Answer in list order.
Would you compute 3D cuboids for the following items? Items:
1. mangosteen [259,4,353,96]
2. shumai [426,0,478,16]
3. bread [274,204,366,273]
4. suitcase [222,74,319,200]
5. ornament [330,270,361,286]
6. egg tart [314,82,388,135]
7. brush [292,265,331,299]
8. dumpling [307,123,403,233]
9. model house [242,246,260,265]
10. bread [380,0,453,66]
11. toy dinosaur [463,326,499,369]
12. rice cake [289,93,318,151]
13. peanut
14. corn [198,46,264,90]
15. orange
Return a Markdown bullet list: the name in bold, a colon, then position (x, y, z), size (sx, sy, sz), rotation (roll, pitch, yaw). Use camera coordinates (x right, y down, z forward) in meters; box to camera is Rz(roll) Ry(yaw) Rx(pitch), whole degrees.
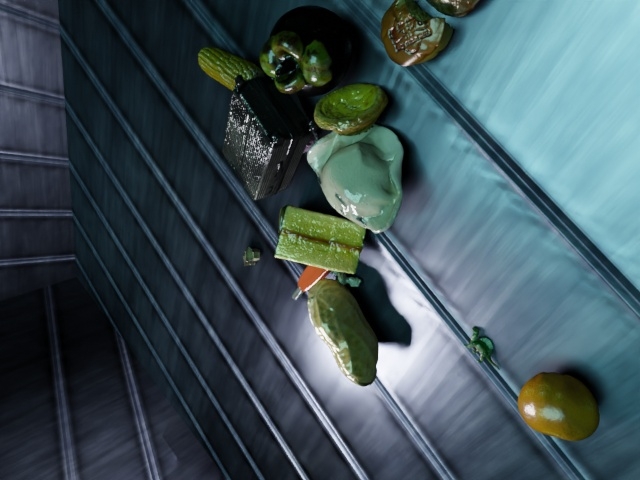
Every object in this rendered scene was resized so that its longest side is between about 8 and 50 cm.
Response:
- **mangosteen**: position (-0.033, -0.463, 1.027), size (0.242, 0.242, 0.243), rotation (18, 118, 37)
- **shumai**: position (0.240, -0.554, 0.805), size (0.161, 0.152, 0.210), rotation (-15, 93, 38)
- **bread**: position (0.003, 0.001, 1.276), size (0.263, 0.163, 0.168), rotation (15, 92, 8)
- **suitcase**: position (-0.162, -0.297, 1.228), size (0.230, 0.152, 0.335), rotation (57, 151, 12)
- **ornament**: position (0.075, 0.116, 1.283), size (0.092, 0.068, 0.041), rotation (25, 98, -11)
- **egg tart**: position (0.079, -0.323, 1.045), size (0.191, 0.191, 0.074), rotation (20, 150, 36)
- **brush**: position (-0.019, 0.110, 1.368), size (0.070, 0.051, 0.323), rotation (49, 132, 14)
- **dumpling**: position (0.119, -0.171, 1.079), size (0.243, 0.187, 0.318), rotation (-48, 65, 8)
- **model house**: position (-0.263, 0.055, 1.578), size (0.083, 0.057, 0.058), rotation (126, 140, -61)
- **bread**: position (0.205, -0.454, 0.915), size (0.156, 0.086, 0.125), rotation (45, 132, 22)
- **toy dinosaur**: position (0.417, 0.280, 1.055), size (0.120, 0.029, 0.060), rotation (48, 116, 15)
- **rice cake**: position (-0.082, -0.406, 1.223), size (0.081, 0.051, 0.291), rotation (-16, 96, 45)
- **peanut**: position (0.076, 0.272, 1.271), size (0.158, 0.174, 0.340), rotation (-35, 84, 0)
- **corn**: position (-0.288, -0.540, 1.325), size (0.305, 0.106, 0.106), rotation (37, 128, 32)
- **orange**: position (0.521, 0.361, 0.912), size (0.158, 0.158, 0.136), rotation (-9, 60, 44)
